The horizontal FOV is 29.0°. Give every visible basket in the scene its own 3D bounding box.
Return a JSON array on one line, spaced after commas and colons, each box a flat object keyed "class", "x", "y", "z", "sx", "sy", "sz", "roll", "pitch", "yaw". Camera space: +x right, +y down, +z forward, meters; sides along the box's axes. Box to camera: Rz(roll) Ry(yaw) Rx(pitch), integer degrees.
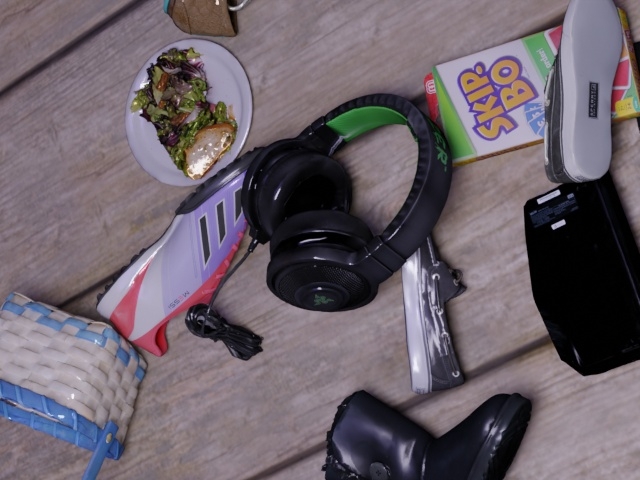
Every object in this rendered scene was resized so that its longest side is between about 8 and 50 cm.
[{"class": "basket", "x": -0.371, "y": 0.234, "z": 1.608, "sx": 0.255, "sy": 0.201, "sz": 0.289, "roll": 19, "pitch": 66, "yaw": 26}]

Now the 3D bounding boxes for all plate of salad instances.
[{"class": "plate of salad", "x": -0.183, "y": -0.172, "z": 1.647, "sx": 0.200, "sy": 0.048, "sz": 0.199, "roll": -2, "pitch": 86, "yaw": 26}]

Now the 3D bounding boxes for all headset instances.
[{"class": "headset", "x": 0.000, "y": 0.000, "z": 1.489, "sx": 0.394, "sy": 0.185, "sz": 0.243, "roll": -38, "pitch": 43, "yaw": 15}]

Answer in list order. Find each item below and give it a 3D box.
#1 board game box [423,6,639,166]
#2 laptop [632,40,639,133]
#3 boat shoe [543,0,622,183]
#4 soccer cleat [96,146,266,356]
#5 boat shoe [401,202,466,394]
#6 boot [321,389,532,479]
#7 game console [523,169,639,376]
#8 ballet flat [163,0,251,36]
[{"class": "board game box", "x": 0.240, "y": -0.173, "z": 1.443, "sx": 0.259, "sy": 0.039, "sz": 0.124, "roll": -15, "pitch": 80, "yaw": 31}, {"class": "laptop", "x": 0.454, "y": -0.143, "z": 1.289, "sx": 0.264, "sy": 0.136, "sz": 0.234, "roll": -15, "pitch": 80, "yaw": 24}, {"class": "boat shoe", "x": 0.277, "y": -0.171, "z": 1.357, "sx": 0.070, "sy": 0.078, "sz": 0.219, "roll": -6, "pitch": 75, "yaw": 57}, {"class": "soccer cleat", "x": -0.154, "y": 0.013, "z": 1.601, "sx": 0.116, "sy": 0.108, "sz": 0.318, "roll": 45, "pitch": 105, "yaw": 1}, {"class": "boat shoe", "x": 0.136, "y": 0.066, "z": 1.466, "sx": 0.076, "sy": 0.080, "sz": 0.228, "roll": -4, "pitch": 79, "yaw": 2}, {"class": "boot", "x": 0.111, "y": 0.232, "z": 1.425, "sx": 0.207, "sy": 0.094, "sz": 0.246, "roll": 32, "pitch": 124, "yaw": 22}, {"class": "game console", "x": 0.376, "y": 0.003, "z": 1.316, "sx": 0.361, "sy": 0.044, "sz": 0.213, "roll": -26, "pitch": 75, "yaw": 40}, {"class": "ballet flat", "x": -0.085, "y": -0.415, "z": 1.592, "sx": 0.124, "sy": 0.116, "sz": 0.342, "roll": 25, "pitch": 98, "yaw": 5}]
